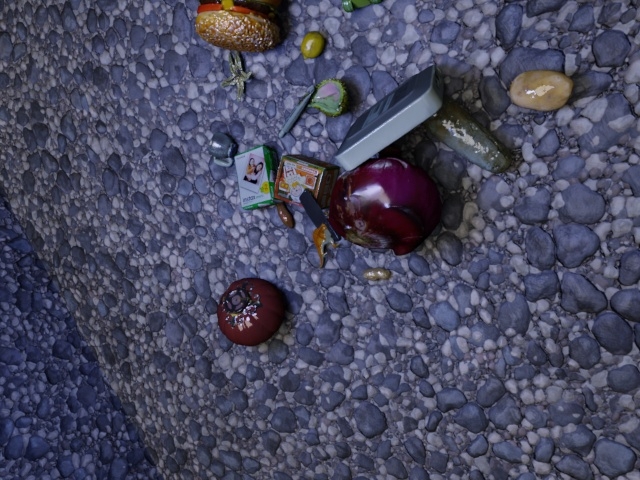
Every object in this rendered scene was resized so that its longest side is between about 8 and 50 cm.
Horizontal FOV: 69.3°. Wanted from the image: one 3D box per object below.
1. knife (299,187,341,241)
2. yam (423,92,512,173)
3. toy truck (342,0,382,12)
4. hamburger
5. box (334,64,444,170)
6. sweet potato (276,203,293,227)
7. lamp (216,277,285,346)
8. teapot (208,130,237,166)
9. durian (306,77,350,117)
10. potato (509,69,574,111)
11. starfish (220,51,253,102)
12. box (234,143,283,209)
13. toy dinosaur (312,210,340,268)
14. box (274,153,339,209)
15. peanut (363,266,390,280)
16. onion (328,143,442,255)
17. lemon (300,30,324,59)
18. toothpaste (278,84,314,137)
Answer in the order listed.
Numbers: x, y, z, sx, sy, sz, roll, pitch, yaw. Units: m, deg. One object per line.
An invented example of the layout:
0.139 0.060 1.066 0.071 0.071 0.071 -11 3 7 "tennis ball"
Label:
-0.005 -0.083 1.718 0.245 0.019 0.072 56 132 20 "knife"
0.487 -0.343 1.530 0.330 0.133 0.133 41 116 10 "yam"
0.118 -0.905 1.569 0.148 0.187 0.210 -4 99 23 "toy truck"
-0.306 -0.847 1.737 0.330 0.330 0.250 17 110 25 "hamburger"
0.228 -0.411 1.515 0.373 0.367 0.090 -32 110 30 "box"
-0.177 -0.144 1.971 0.050 0.050 0.214 -41 76 29 "sweet potato"
-0.303 0.307 2.005 0.303 0.257 0.303 -12 57 19 "lamp"
-0.426 -0.389 2.019 0.108 0.111 0.149 25 106 7 "teapot"
0.046 -0.530 1.740 0.221 0.095 0.137 29 93 44 "durian"
0.669 -0.457 1.412 0.178 0.109 0.118 16 130 30 "potato"
-0.354 -0.690 1.949 0.217 0.050 0.223 -7 86 35 "starfish"
-0.255 -0.257 1.933 0.180 0.103 0.250 -13 82 30 "box"
0.001 -0.001 1.899 0.142 0.057 0.212 49 118 24 "toy dinosaur"
-0.055 -0.230 1.827 0.195 0.148 0.177 22 111 23 "box"
0.219 0.132 1.811 0.113 0.054 0.054 -6 97 29 "peanut"
0.242 -0.173 1.611 0.398 0.398 0.420 4 58 28 "onion"
-0.032 -0.735 1.748 0.082 0.082 0.110 41 116 15 "lemon"
-0.097 -0.508 1.843 0.037 0.067 0.255 29 127 -20 "toothpaste"
